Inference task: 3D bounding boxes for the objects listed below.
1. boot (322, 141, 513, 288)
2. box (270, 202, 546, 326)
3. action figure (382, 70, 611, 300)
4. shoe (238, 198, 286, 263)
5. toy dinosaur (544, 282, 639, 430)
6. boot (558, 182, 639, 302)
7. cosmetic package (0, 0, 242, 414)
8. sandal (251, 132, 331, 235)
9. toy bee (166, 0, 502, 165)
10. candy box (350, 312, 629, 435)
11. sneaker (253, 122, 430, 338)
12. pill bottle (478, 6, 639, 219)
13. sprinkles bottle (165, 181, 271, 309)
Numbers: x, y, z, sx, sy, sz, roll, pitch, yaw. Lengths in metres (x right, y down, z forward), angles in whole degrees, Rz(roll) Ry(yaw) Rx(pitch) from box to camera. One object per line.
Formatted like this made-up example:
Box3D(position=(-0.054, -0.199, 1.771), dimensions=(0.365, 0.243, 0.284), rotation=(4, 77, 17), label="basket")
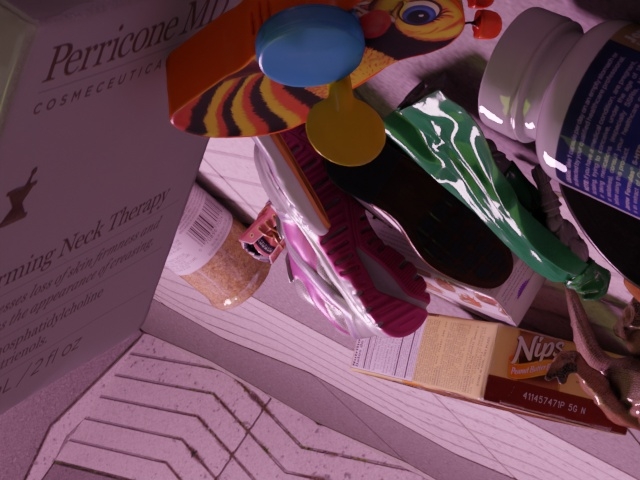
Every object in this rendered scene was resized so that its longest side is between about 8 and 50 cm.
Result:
Box3D(position=(0.091, -0.039, 1.469), dimensions=(0.219, 0.082, 0.106), rotation=(39, -176, -15), label="boot")
Box3D(position=(0.086, 0.000, 1.594), dimensions=(0.324, 0.067, 0.063), rotation=(22, 163, 41), label="box")
Box3D(position=(0.155, -0.036, 1.251), dimensions=(0.232, 0.063, 0.137), rotation=(47, 167, -11), label="action figure")
Box3D(position=(-0.043, -0.017, 1.815), dimensions=(0.063, 0.081, 0.178), rotation=(37, 167, -11), label="shoe")
Box3D(position=(0.333, 0.154, 1.437), dimensions=(0.296, 0.127, 0.200), rotation=(32, 175, 37), label="toy dinosaur")
Box3D(position=(0.283, 0.018, 1.208), dimensions=(0.264, 0.096, 0.280), rotation=(32, 179, 3), label="boot")
Box3D(position=(-0.295, -0.106, 1.174), dimensions=(0.327, 0.393, 0.329), rotation=(32, -150, 15), label="cosmetic package")
Box3D(position=(-0.040, -0.128, 1.393), dimensions=(0.265, 0.076, 0.102), rotation=(58, -177, -24), label="sandal")
Box3D(position=(0.031, -0.141, 1.009), dimensions=(0.162, 0.195, 0.298), rotation=(13, 167, -31), label="toy bee")
Box3D(position=(0.184, 0.138, 1.685), dimensions=(0.183, 0.087, 0.316), rotation=(16, 174, -23), label="candy box")
Box3D(position=(0.000, 0.000, 1.540), dimensions=(0.111, 0.103, 0.252), rotation=(-35, 82, 52), label="sneaker")
Box3D(position=(0.197, -0.073, 0.944), dimensions=(0.187, 0.112, 0.112), rotation=(28, 166, 25), label="pill bottle")
Box3D(position=(-0.222, -0.049, 2.051), dimensions=(0.355, 0.121, 0.121), rotation=(41, 166, -28), label="sprinkles bottle")
